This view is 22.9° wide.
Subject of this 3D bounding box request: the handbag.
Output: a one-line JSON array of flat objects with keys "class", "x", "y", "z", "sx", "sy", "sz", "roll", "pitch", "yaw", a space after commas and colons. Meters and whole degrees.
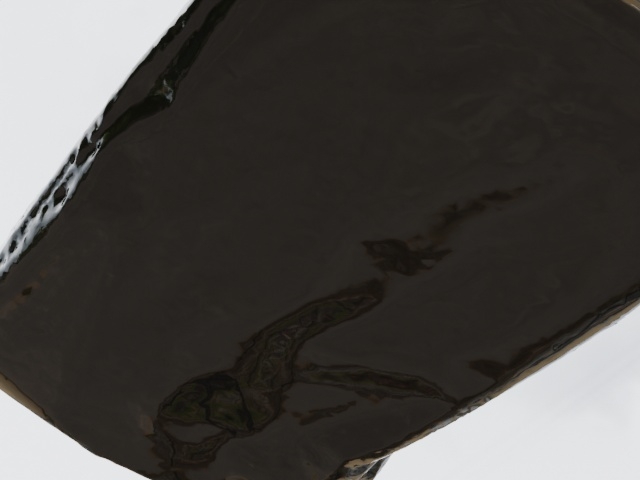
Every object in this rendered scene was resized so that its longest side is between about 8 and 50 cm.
[{"class": "handbag", "x": -0.001, "y": 0.002, "z": 0.569, "sx": 0.191, "sy": 0.075, "sz": 0.332, "roll": 29, "pitch": -45, "yaw": -20}]
